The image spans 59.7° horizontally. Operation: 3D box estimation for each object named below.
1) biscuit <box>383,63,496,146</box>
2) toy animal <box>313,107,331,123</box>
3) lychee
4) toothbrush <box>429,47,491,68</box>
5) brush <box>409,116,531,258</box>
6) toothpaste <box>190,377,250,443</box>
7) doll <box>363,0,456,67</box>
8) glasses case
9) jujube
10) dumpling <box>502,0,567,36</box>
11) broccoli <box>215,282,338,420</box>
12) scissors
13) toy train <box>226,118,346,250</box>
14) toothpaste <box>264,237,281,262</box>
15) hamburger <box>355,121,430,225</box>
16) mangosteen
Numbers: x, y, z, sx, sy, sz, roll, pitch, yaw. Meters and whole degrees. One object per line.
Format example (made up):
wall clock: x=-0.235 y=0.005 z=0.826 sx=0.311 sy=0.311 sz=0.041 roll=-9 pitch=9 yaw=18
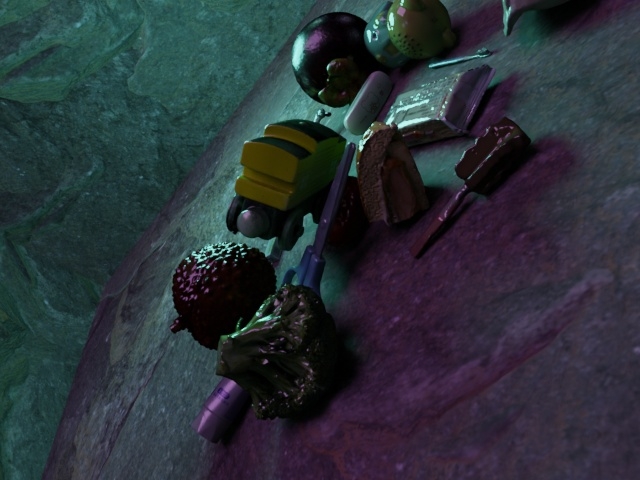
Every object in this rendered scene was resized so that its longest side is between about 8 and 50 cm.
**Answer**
biscuit: x=0.240 y=-0.290 z=1.258 sx=0.309 sy=0.079 sz=0.186 roll=-4 pitch=55 yaw=60
toy animal: x=-0.055 y=-0.318 z=1.816 sx=0.324 sy=0.090 sz=0.195 roll=-54 pitch=30 yaw=28
lychee: x=-0.249 y=0.140 z=1.421 sx=0.304 sy=0.276 sz=0.275 roll=-37 pitch=19 yaw=-19
toothbrush: x=0.329 y=-0.433 z=1.335 sx=0.016 sy=0.019 sz=0.219 roll=-64 pitch=25 yaw=-3
brush: x=0.255 y=-0.086 z=1.014 sx=0.301 sy=0.071 sz=0.084 roll=-53 pitch=28 yaw=22
toothpaste: x=-0.165 y=0.300 z=1.328 sx=0.371 sy=0.080 sz=0.125 roll=-54 pitch=24 yaw=-15
doll: x=0.232 y=-0.553 z=1.468 sx=0.162 sy=0.177 sz=0.260 roll=-56 pitch=22 yaw=-8
glasses case: x=0.134 y=-0.385 z=1.567 sx=0.194 sy=0.074 sz=0.049 roll=-60 pitch=22 yaw=-7
jujube: x=0.053 y=-0.071 z=1.303 sx=0.112 sy=0.109 sz=0.176 roll=-22 pitch=44 yaw=51
dumpling: x=0.456 y=-0.586 z=1.063 sx=0.320 sy=0.212 sz=0.270 roll=-23 pitch=37 yaw=34
broccoli: x=-0.082 y=0.211 z=1.085 sx=0.269 sy=0.241 sz=0.262 roll=134 pitch=134 yaw=-62
scissors: x=0.000 y=0.000 z=1.193 sx=0.193 sy=0.029 sz=0.447 roll=54 pitch=133 yaw=52
toy train: x=-0.067 y=-0.150 z=1.337 sx=0.442 sy=0.179 sz=0.273 roll=-42 pitch=-30 yaw=-66
toothpaste: x=-0.125 y=-0.011 z=1.645 sx=0.046 sy=0.034 sz=0.164 roll=-29 pitch=37 yaw=46
hamburger: x=0.122 y=-0.150 z=1.126 sx=0.135 sy=0.208 sz=0.155 roll=-24 pitch=38 yaw=9
mangosteen: x=0.051 y=-0.534 z=1.677 sx=0.288 sy=0.288 sz=0.288 roll=-42 pitch=29 yaw=29
